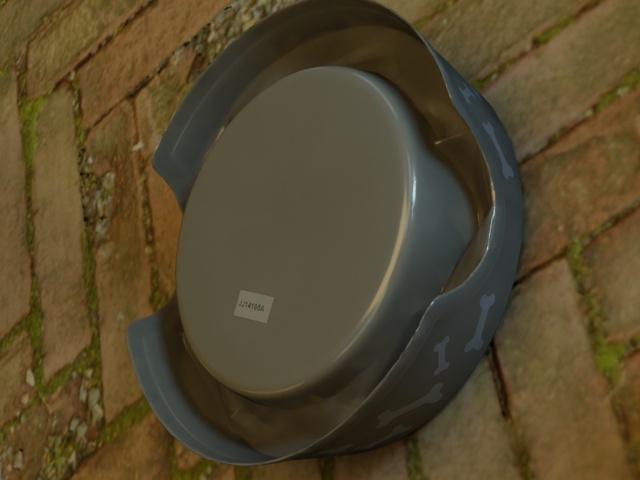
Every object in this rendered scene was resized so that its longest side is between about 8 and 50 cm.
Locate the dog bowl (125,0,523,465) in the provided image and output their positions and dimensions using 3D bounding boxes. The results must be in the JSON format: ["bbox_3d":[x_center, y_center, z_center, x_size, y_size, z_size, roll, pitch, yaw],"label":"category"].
[{"bbox_3d":[0.000,0.000,1.091,0.349,0.102,0.348,-20,61,42],"label":"dog bowl"}]
